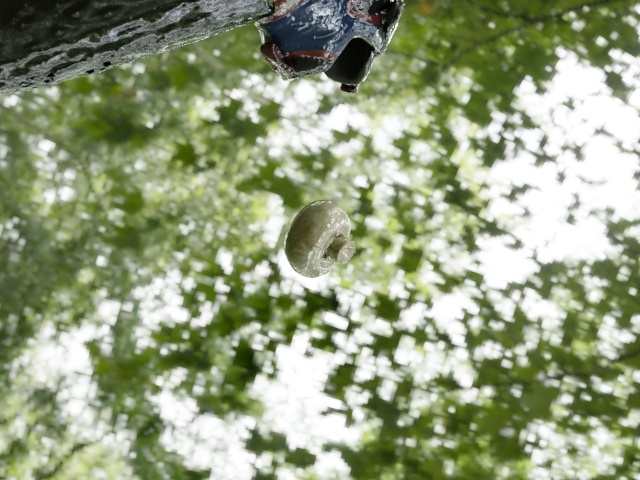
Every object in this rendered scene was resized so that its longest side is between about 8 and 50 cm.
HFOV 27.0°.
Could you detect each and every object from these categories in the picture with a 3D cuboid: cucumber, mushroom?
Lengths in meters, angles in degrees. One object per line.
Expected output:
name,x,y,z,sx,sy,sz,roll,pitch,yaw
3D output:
cucumber,-0.139,-0.147,0.880,0.211,0.078,0.062,-19,-146,9
mushroom,0.000,0.000,1.368,0.067,0.083,0.084,30,-82,26

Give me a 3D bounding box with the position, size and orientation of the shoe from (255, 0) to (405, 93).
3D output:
shoe,0.029,-0.180,1.019,0.099,0.227,0.125,-11,-77,46
